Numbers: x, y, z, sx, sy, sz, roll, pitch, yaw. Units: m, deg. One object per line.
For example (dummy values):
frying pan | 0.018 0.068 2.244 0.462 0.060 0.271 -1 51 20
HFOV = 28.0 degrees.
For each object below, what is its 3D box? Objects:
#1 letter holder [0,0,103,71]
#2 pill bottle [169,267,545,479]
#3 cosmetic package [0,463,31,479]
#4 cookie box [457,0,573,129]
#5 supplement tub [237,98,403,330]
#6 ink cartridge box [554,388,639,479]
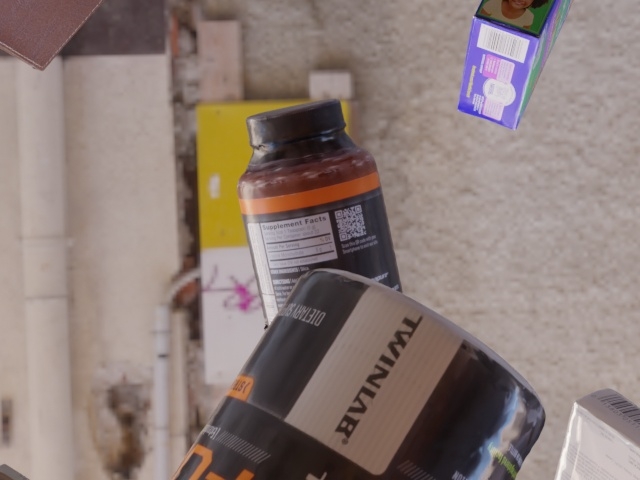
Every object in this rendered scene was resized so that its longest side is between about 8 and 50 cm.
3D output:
letter holder | -0.285 -0.357 1.315 0.152 0.302 0.214 44 -175 18
pill bottle | -0.015 0.145 0.554 0.130 0.245 0.130 31 166 8
cosmetic package | -0.320 0.256 1.208 0.060 0.041 0.115 27 -161 20
cookie box | 0.118 -0.133 0.729 0.040 0.107 0.092 22 154 10
supplement tub | 0.000 0.000 0.930 0.106 0.197 0.106 -11 -172 1
ink cartridge box | 0.263 0.264 1.064 0.056 0.224 0.181 -9 -151 -32
